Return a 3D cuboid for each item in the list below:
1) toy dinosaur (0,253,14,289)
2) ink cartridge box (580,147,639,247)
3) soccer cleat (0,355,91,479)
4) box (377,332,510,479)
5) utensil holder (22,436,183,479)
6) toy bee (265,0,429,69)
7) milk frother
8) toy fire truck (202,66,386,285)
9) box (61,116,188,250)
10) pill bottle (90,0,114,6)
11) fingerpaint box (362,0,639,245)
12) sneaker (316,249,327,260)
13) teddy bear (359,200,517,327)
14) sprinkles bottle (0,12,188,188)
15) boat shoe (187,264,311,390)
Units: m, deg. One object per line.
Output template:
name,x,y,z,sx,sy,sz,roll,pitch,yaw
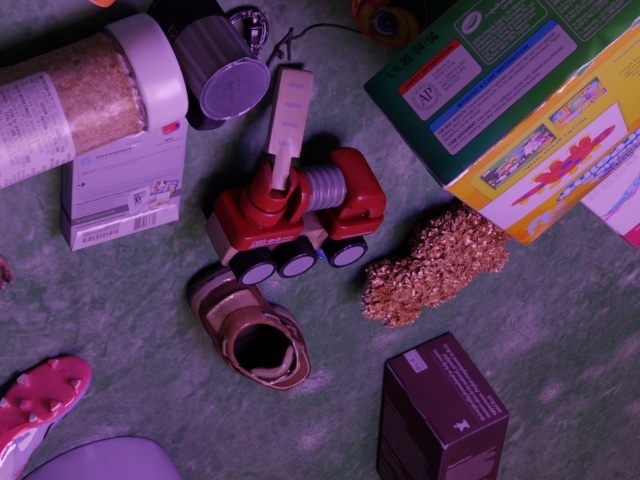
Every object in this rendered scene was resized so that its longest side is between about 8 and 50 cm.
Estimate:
toy dinosaur,-0.466,0.026,1.587,0.296,0.127,0.200,-44,140,5
ink cartridge box,0.362,-0.143,2.003,0.131,0.226,0.306,-41,148,11
soccer cleat,-0.397,0.253,1.949,0.248,0.083,0.095,-47,158,-16
box,0.204,0.352,2.549,0.143,0.191,0.381,-24,147,-16
utensil holder,-0.277,0.528,2.162,0.328,0.385,0.327,-23,147,-16
toy bee,0.085,-0.286,1.627,0.298,0.162,0.195,-55,-172,42
milk frother,-0.095,-0.200,1.601,0.143,0.134,0.129,-22,147,-19
toy fire truck,-0.017,-0.085,1.840,0.217,0.158,0.246,-10,151,-33
box,-0.231,-0.079,1.730,0.145,0.038,0.186,-18,145,-24
pill bottle,-0.152,-0.333,1.379,0.246,0.130,0.130,-44,147,15
fingerpaint box,0.309,-0.221,1.654,0.445,0.163,0.371,-41,159,11
sneaker,0.000,0.000,2.028,0.059,0.053,0.144,-46,145,21
teddy bear,0.205,0.022,2.188,0.338,0.113,0.245,-33,150,-3
sprinkles bottle,-0.318,-0.120,1.519,0.355,0.121,0.121,-24,146,-16
boat shoe,-0.088,0.151,2.083,0.122,0.120,0.324,-35,148,2
